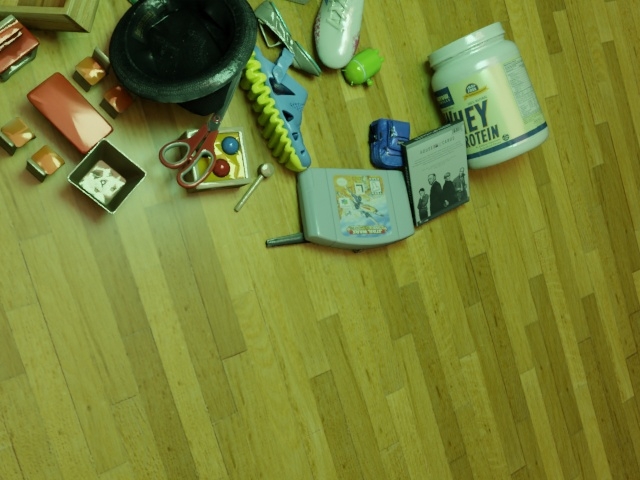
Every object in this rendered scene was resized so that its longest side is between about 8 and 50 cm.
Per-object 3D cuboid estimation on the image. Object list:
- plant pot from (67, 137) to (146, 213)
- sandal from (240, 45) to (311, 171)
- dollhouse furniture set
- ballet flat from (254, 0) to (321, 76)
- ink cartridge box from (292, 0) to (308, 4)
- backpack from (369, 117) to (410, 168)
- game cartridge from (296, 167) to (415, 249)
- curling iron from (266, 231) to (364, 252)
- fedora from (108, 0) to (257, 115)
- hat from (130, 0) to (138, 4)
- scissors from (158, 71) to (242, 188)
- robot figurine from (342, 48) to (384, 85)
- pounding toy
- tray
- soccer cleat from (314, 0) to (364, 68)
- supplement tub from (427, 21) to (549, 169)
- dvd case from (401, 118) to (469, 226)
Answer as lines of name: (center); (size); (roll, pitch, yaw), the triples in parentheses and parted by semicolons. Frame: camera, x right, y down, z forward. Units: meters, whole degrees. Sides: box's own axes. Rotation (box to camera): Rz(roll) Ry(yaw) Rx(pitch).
plant pot: (-0.435, -0.124, 1.203); (0.109, 0.096, 0.109); (41, 72, -18)
sandal: (-0.084, -0.315, 1.364); (0.138, 0.126, 0.317); (-25, 100, -20)
dollhouse furniture set: (-0.522, -0.286, 1.147); (0.259, 0.135, 0.262); (47, 69, -16)
ballet flat: (-0.084, -0.466, 1.417); (0.068, 0.072, 0.213); (-36, 104, 5)
ink cartridge box: (-0.096, -0.619, 1.388); (0.181, 0.104, 0.062); (4, 85, -26)
backpack: (0.177, -0.244, 1.505); (0.098, 0.101, 0.120); (4, 89, -19)
game cartridge: (0.093, -0.078, 1.458); (0.297, 0.062, 0.198); (-2, 70, -26)
curling iron: (0.000, 0.000, 1.441); (0.274, 0.035, 0.068); (-2, 88, -26)
fedora: (-0.265, -0.376, 1.226); (0.334, 0.152, 0.334); (-4, 61, 7)
hat: (-0.331, -0.589, 1.228); (0.208, 0.183, 0.173); (30, 74, -21)
scissors: (-0.221, -0.235, 1.258); (0.109, 0.021, 0.297); (38, 66, -1)
robot figurine: (0.106, -0.438, 1.497); (0.115, 0.067, 0.101); (-40, 103, -22)
pounding toy: (-0.192, -0.157, 1.324); (0.206, 0.094, 0.181); (-9, 91, -25)
tray: (-0.492, -0.609, 1.153); (0.202, 0.076, 0.411); (10, 82, 18)
soccer cleat: (0.052, -0.583, 1.426); (0.116, 0.143, 0.331); (10, 78, 3)
supplement tub: (0.434, -0.375, 1.560); (0.235, 0.235, 0.325); (-29, 99, -24)
dvd case: (0.302, -0.172, 1.533); (0.179, 0.029, 0.239); (-25, 124, -17)
